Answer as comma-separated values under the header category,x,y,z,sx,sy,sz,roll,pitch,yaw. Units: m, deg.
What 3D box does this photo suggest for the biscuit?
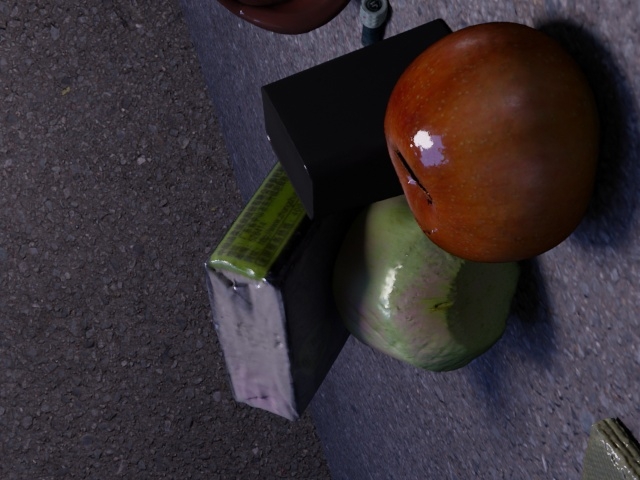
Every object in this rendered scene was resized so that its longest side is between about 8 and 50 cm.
category,x,y,z,sx,sy,sz,roll,pitch,yaw
biscuit,0.337,0.290,0.932,0.199,0.040,0.121,-121,18,-45

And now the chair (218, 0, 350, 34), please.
category,x,y,z,sx,sy,sz,roll,pitch,yaw
chair,-0.107,-0.454,1.311,0.401,0.226,0.226,-127,22,-53

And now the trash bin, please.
category,x,y,z,sx,sy,sz,roll,pitch,yaw
trash bin,0.065,-0.132,1.034,0.115,0.225,0.165,87,160,-55

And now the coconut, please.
category,x,y,z,sx,sy,sz,roll,pitch,yaw
coconut,0.124,0.046,1.108,0.236,0.204,0.236,46,161,21

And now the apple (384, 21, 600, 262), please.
category,x,y,z,sx,sy,sz,roll,pitch,yaw
apple,0.152,-0.083,0.848,0.210,0.173,0.235,-129,22,-58

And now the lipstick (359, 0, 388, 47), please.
category,x,y,z,sx,sy,sz,roll,pitch,yaw
lipstick,0.069,-0.289,1.239,0.116,0.037,0.037,94,154,-72

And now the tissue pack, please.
category,x,y,z,sx,sy,sz,roll,pitch,yaw
tissue pack,0.000,0.000,1.215,0.124,0.394,0.288,16,139,19
